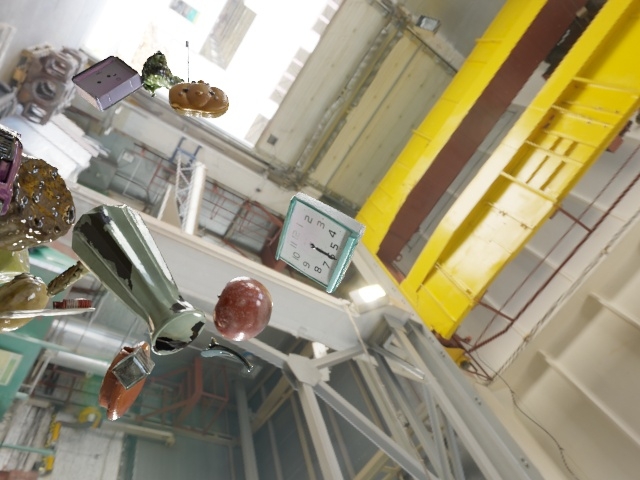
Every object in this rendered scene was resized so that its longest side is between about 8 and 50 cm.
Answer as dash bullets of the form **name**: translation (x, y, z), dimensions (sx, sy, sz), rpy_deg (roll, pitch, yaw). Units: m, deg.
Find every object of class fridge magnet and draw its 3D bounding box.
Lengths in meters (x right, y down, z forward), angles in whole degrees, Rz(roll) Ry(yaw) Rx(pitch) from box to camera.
- **fridge magnet**: translation (-0.900, 0.643, 2.017), dimensions (0.363, 0.155, 0.363), rpy_deg (-161, -90, -84)

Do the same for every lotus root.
- **lotus root**: translation (-1.180, 0.263, 1.632), dimensions (0.183, 0.182, 0.310), rpy_deg (-25, -160, 50)

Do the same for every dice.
- **dice**: translation (-1.435, 0.064, 1.908), dimensions (0.238, 0.227, 0.232), rpy_deg (150, -74, -67)

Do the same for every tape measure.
- **tape measure**: translation (-0.817, -0.172, 1.023), dimensions (0.232, 0.149, 0.245), rpy_deg (10, -98, 31)

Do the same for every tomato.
- **tomato**: translation (-0.317, 0.293, 1.825), dimensions (0.270, 0.227, 0.270), rpy_deg (20, 90, -77)

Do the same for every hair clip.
- **hair clip**: translation (-0.353, 0.443, 1.685), dimensions (0.276, 0.048, 0.083), rpy_deg (6, -138, 39)

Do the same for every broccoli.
- **broccoli**: translation (-0.602, -0.647, 1.824), dimensions (0.165, 0.304, 0.145), rpy_deg (-12, -124, 41)

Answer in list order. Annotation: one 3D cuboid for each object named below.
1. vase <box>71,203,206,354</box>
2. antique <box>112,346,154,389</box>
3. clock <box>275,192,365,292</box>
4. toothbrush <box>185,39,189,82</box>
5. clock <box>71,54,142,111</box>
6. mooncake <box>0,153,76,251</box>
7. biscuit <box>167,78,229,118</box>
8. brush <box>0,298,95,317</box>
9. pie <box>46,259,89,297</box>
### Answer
- **vase**: translation (-0.384, 0.071, 0.910), dimensions (0.360, 0.165, 0.165), rpy_deg (42, -74, 29)
- **antique**: translation (-0.628, 0.429, 1.465), dimensions (0.088, 0.086, 0.183), rpy_deg (-36, -175, -15)
- **clock**: translation (0.000, 0.000, 1.329), dimensions (0.116, 0.231, 0.262), rpy_deg (-48, 164, -45)
- **toothbrush**: translation (-0.522, -0.696, 1.707), dimensions (0.011, 0.014, 0.166), rpy_deg (31, -55, 37)
- **clock**: translation (-0.765, -0.570, 1.571), dimensions (0.193, 0.145, 0.073), rpy_deg (-47, 168, -26)
- **mooncake**: translation (-1.001, -0.129, 1.470), dimensions (0.187, 0.323, 0.323), rpy_deg (-12, -136, 8)
- **biscuit**: translation (-0.342, -0.411, 1.231), dimensions (0.050, 0.171, 0.170), rpy_deg (107, -13, -46)
- **brush**: translation (-0.817, 0.204, 1.320), dimensions (0.321, 0.060, 0.050), rpy_deg (29, 52, -78)
- **pie**: translation (-0.783, 0.087, 1.440), dimensions (0.274, 0.055, 0.274), rpy_deg (-32, -161, 12)
